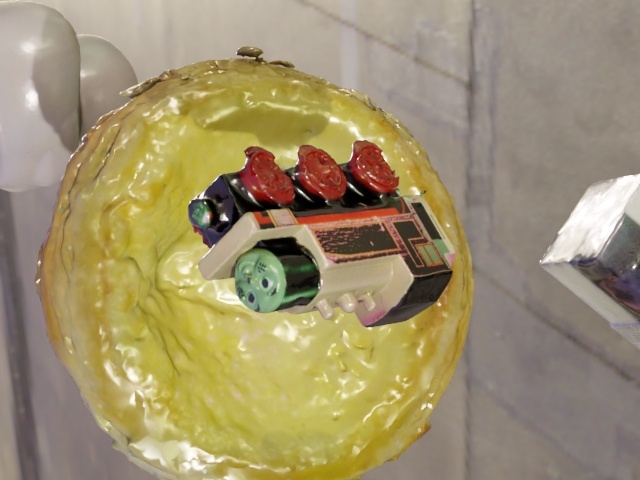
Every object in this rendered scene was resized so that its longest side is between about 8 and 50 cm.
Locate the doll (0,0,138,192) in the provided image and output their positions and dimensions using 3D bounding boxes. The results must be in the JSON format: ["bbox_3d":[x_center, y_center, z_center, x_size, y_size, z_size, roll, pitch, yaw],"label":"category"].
[{"bbox_3d":[-0.294,-0.166,1.531,0.251,0.221,0.221,112,144,-59],"label":"doll"}]

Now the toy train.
[{"bbox_3d":[0.000,0.000,0.651,0.050,0.138,0.087,-44,66,36],"label":"toy train"}]

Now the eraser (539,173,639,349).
[{"bbox_3d":[0.371,0.102,1.169,0.096,0.404,0.098,-57,16,-15],"label":"eraser"}]

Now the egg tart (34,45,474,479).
[{"bbox_3d":[-0.045,0.030,0.966,0.120,0.315,0.315,159,102,-71],"label":"egg tart"}]

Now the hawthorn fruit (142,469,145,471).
[{"bbox_3d":[-0.034,0.060,1.135,0.263,0.231,0.235,-162,85,-71],"label":"hawthorn fruit"}]
